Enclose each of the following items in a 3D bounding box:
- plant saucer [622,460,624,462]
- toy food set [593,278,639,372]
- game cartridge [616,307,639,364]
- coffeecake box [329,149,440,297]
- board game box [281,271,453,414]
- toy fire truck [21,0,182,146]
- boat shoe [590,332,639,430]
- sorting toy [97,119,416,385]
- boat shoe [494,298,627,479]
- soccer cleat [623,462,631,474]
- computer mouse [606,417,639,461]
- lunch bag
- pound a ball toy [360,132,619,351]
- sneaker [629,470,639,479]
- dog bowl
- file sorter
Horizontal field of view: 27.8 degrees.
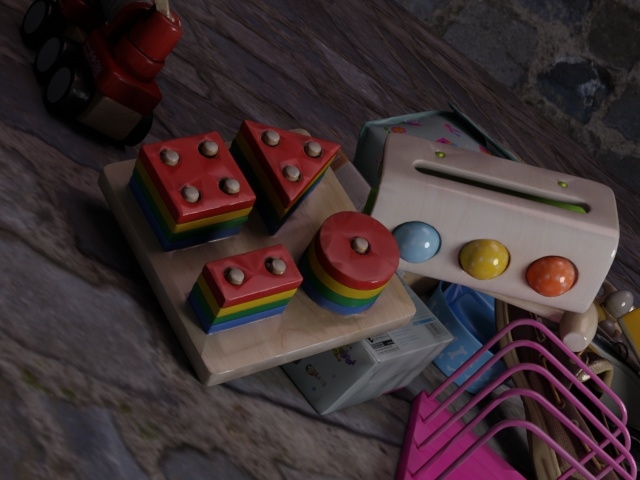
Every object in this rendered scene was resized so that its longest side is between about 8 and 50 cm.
[{"bbox_3d":[0.419,0.320,1.869,0.083,0.013,0.083,38,21,-17],"label":"plant saucer"},{"bbox_3d":[0.485,0.111,2.316,0.219,0.092,0.306,43,19,-2],"label":"toy food set"},{"bbox_3d":[0.577,0.289,2.011,0.285,0.052,0.324,46,16,-57],"label":"game cartridge"},{"bbox_3d":[0.070,-0.016,1.739,0.185,0.068,0.142,54,5,28],"label":"coffeecake box"},{"bbox_3d":[-0.014,0.040,1.468,0.303,0.097,0.224,50,20,17],"label":"board game box"},{"bbox_3d":[-0.225,-0.269,1.463,0.158,0.246,0.217,27,25,-41],"label":"toy fire truck"},{"bbox_3d":[0.438,0.199,2.048,0.254,0.095,0.079,37,30,8],"label":"boat shoe"},{"bbox_3d":[-0.052,-0.013,1.307,0.255,0.089,0.257,-14,61,-34],"label":"sorting toy"},{"bbox_3d":[0.315,0.174,1.630,0.123,0.123,0.342,20,54,-49],"label":"boat shoe"},{"bbox_3d":[0.467,0.365,1.767,0.179,0.072,0.060,49,42,15],"label":"soccer cleat"},{"bbox_3d":[0.414,0.283,1.912,0.242,0.041,0.071,25,10,-26],"label":"computer mouse"},{"bbox_3d":[0.204,-0.087,1.886,0.262,0.160,0.223,-15,45,-38],"label":"lunch bag"},{"bbox_3d":[0.199,0.026,1.486,0.319,0.208,0.136,15,40,-4],"label":"pound a ball toy"},{"bbox_3d":[0.456,0.416,1.635,0.130,0.109,0.286,6,32,-51],"label":"sneaker"},{"bbox_3d":[0.220,0.125,1.790,0.166,0.074,0.297,46,20,8],"label":"dog bowl"},{"bbox_3d":[0.220,0.238,1.389,0.202,0.182,0.291,42,19,-5],"label":"file sorter"}]
